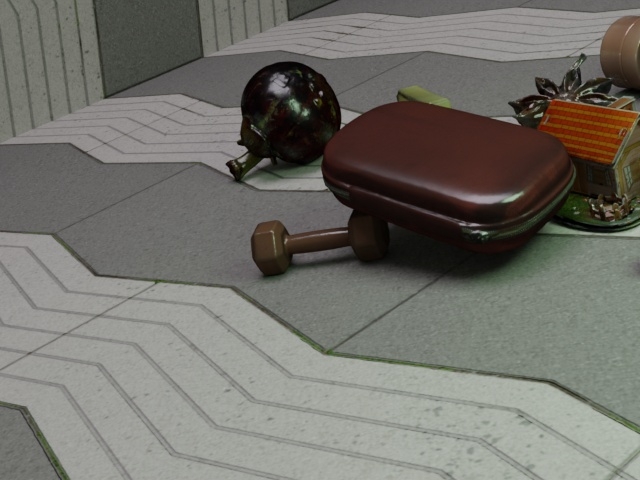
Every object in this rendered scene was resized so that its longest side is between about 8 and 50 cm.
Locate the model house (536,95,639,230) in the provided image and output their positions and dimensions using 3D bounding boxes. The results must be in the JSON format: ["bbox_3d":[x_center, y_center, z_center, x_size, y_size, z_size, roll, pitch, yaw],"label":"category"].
[{"bbox_3d":[0.430,-0.138,1.721,0.207,0.154,0.294,-25,24,-26],"label":"model house"}]

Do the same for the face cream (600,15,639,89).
[{"bbox_3d":[0.656,-0.380,2.153,0.149,0.149,0.104,-25,23,-23],"label":"face cream"}]

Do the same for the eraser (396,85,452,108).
[{"bbox_3d":[0.218,-0.245,2.163,0.058,0.117,0.172,-20,22,-11],"label":"eraser"}]

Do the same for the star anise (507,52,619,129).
[{"bbox_3d":[0.489,-0.277,2.107,0.230,0.081,0.262,-3,36,29],"label":"star anise"}]

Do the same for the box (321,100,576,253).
[{"bbox_3d":[0.196,-0.109,1.681,0.403,0.108,0.263,22,47,38],"label":"box"}]

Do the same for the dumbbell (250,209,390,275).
[{"bbox_3d":[0.000,0.000,1.765,0.230,0.092,0.082,-9,54,16],"label":"dumbbell"}]

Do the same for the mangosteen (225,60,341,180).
[{"bbox_3d":[-0.094,-0.249,2.286,0.289,0.231,0.231,-39,17,15],"label":"mangosteen"}]
